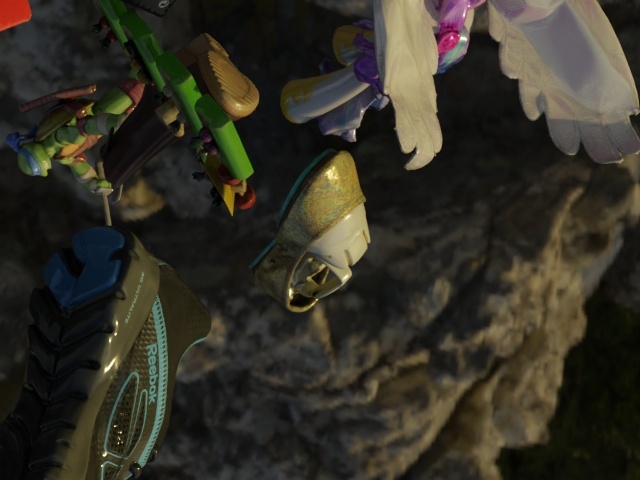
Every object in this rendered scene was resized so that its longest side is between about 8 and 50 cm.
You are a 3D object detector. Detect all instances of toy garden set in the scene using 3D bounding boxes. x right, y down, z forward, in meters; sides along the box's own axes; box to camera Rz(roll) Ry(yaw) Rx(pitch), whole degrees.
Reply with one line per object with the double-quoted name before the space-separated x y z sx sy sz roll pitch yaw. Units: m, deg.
"toy garden set" -0.160 -0.140 1.418 0.244 0.049 0.204 48 171 25

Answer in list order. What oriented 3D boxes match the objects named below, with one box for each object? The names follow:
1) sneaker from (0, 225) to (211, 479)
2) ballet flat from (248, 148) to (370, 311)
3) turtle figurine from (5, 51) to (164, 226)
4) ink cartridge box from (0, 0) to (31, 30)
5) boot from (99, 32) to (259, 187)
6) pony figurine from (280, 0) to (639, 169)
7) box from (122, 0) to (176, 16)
"sneaker" -0.181 0.165 1.012 0.125 0.341 0.139 10 159 41
"ballet flat" 0.000 0.000 1.664 0.123 0.123 0.348 23 154 -5
"turtle figurine" -0.300 -0.144 2.022 0.274 0.266 0.198 30 154 26
"ink cartridge box" -0.302 -0.235 0.907 0.078 0.134 0.231 -8 108 41
"boot" -0.177 -0.137 1.623 0.090 0.248 0.207 38 100 -24
"pony figurine" 0.102 -0.218 1.223 0.302 0.351 0.363 -1 170 -39
"box" -0.185 -0.388 1.356 0.184 0.261 0.103 -42 152 21
